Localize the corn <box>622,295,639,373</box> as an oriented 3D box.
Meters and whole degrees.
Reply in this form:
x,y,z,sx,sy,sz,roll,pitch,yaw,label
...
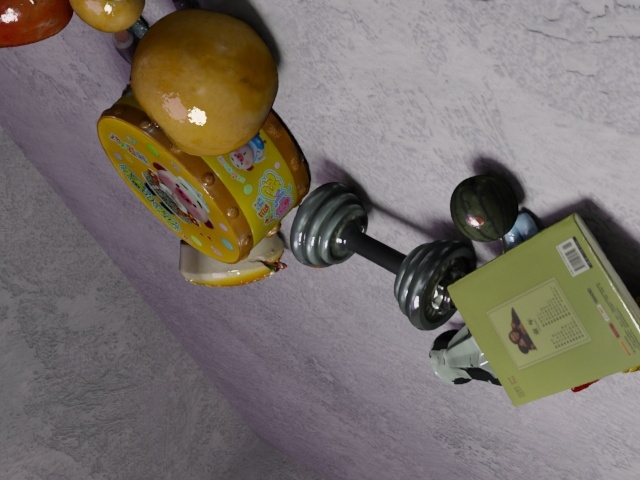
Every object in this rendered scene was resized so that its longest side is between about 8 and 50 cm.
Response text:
x,y,z,sx,sy,sz,roll,pitch,yaw,label
0.494,0.130,1.584,0.091,0.091,0.260,7,155,-1,corn

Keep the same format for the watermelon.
x,y,z,sx,sy,sz,roll,pitch,yaw,label
0.261,-0.039,1.641,0.133,0.105,0.105,62,158,-2,watermelon

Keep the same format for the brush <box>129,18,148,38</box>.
x,y,z,sx,sy,sz,roll,pitch,yaw,label
-0.421,-0.482,2.129,0.196,0.021,0.070,44,166,0,brush

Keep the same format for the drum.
x,y,z,sx,sy,sz,roll,pitch,yaw,label
-0.244,-0.167,2.159,0.431,0.214,0.431,37,160,16,drum

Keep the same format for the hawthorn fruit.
x,y,z,sx,sy,sz,roll,pitch,yaw,label
-0.666,-0.492,2.160,0.254,0.300,0.254,39,160,17,hawthorn fruit

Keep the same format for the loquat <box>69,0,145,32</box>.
x,y,z,sx,sy,sz,roll,pitch,yaw,label
-0.401,-0.463,1.970,0.163,0.137,0.163,22,159,9,loquat

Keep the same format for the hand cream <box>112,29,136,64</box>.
x,y,z,sx,sy,sz,roll,pitch,yaw,label
-0.408,-0.402,2.226,0.067,0.043,0.209,41,172,0,hand cream

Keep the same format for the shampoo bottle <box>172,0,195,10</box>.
x,y,z,sx,sy,sz,roll,pitch,yaw,label
-0.226,-0.384,1.945,0.080,0.040,0.165,26,153,40,shampoo bottle

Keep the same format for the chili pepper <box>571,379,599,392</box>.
x,y,z,sx,sy,sz,roll,pitch,yaw,label
0.479,0.226,1.866,0.051,0.059,0.268,5,157,-8,chili pepper

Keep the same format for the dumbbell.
x,y,z,sx,sy,sz,roll,pitch,yaw,label
0.111,0.025,1.945,0.406,0.179,0.179,29,156,33,dumbbell

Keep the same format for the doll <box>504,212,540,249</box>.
x,y,z,sx,sy,sz,roll,pitch,yaw,label
0.356,0.037,1.694,0.120,0.075,0.179,-17,94,52,doll

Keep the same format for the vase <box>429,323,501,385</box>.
x,y,z,sx,sy,sz,roll,pitch,yaw,label
0.314,0.206,1.983,0.165,0.165,0.360,43,163,-2,vase

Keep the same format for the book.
x,y,z,sx,sy,sz,roll,pitch,yaw,label
0.353,0.118,1.647,0.239,0.035,0.352,59,148,5,book

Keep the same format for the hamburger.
x,y,z,sx,sy,sz,roll,pitch,yaw,label
-0.213,0.039,2.504,0.295,0.227,0.151,12,120,59,hamburger

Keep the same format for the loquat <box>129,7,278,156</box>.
x,y,z,sx,sy,sz,roll,pitch,yaw,label
-0.207,-0.276,1.823,0.263,0.263,0.263,36,158,17,loquat
